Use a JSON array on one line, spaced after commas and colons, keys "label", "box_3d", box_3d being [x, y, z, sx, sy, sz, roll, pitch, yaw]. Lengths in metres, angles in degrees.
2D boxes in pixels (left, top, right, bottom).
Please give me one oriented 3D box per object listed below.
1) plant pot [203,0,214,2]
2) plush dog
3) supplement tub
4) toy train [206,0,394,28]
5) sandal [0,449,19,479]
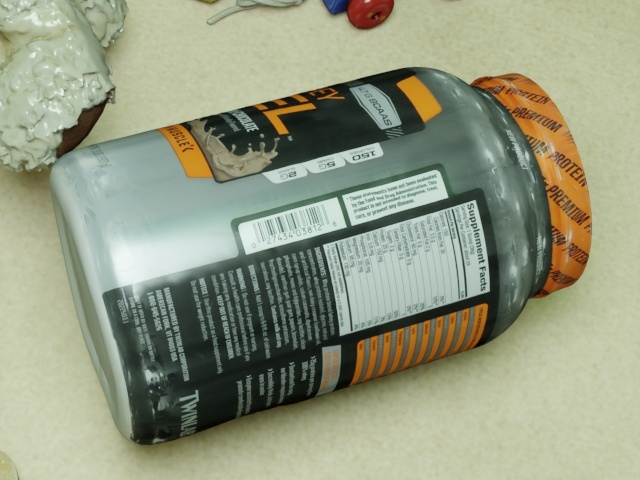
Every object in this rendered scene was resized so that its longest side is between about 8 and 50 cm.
[{"label": "plant pot", "box_3d": [-0.096, -0.250, 1.128, 0.081, 0.081, 0.083, -38, 81, -23]}, {"label": "plush dog", "box_3d": [-0.284, -0.155, 0.977, 0.225, 0.210, 0.262, -27, 30, 11]}, {"label": "supplement tub", "box_3d": [0.000, 0.000, 0.934, 0.338, 0.207, 0.207, -15, 65, -15]}, {"label": "toy train", "box_3d": [0.026, -0.252, 1.105, 0.248, 0.143, 0.105, -21, 66, -17]}, {"label": "sandal", "box_3d": [-0.321, 0.165, 0.881, 0.240, 0.079, 0.088, -8, 64, -11]}]
